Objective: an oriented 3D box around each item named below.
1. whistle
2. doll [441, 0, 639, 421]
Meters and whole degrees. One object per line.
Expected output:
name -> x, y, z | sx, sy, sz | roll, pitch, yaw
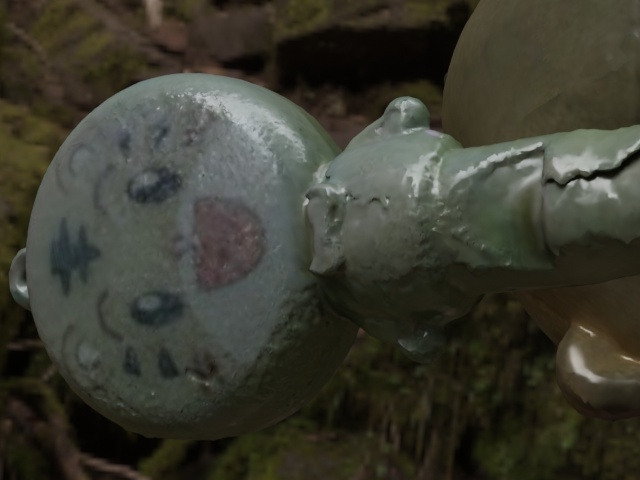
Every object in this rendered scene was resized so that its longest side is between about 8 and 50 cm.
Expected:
whistle -> 0.000, 0.000, 0.499 | 0.258, 0.126, 0.067 | -8, -7, 31
doll -> 0.184, -0.100, 0.582 | 0.247, 0.349, 0.247 | 33, 16, -11
